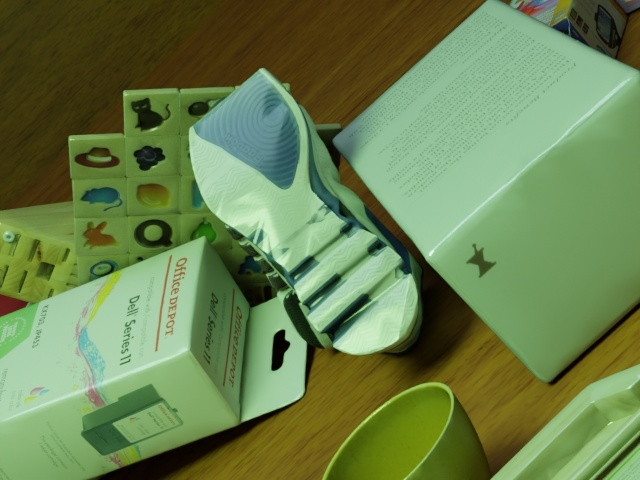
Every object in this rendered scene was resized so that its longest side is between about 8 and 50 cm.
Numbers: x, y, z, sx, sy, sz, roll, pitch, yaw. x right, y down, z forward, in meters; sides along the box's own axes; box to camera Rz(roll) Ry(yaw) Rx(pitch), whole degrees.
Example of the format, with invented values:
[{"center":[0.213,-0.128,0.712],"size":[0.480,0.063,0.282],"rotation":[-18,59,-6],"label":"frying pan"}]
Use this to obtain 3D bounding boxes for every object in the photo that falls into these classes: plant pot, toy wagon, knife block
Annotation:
[{"center":[0.079,0.190,1.385],"size":[0.134,0.095,0.134],"rotation":[-38,19,15],"label":"plant pot"},{"center":[0.207,0.189,1.160],"size":[0.267,0.068,0.344],"rotation":[-44,18,-2],"label":"toy wagon"},{"center":[-0.288,0.002,2.183],"size":[0.242,0.275,0.088],"rotation":[-113,44,-63],"label":"knife block"}]

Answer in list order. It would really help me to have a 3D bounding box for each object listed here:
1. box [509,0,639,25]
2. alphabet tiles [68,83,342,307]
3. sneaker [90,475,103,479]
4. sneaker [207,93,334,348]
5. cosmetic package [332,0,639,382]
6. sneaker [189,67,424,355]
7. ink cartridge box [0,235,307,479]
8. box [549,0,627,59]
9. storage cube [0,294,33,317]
[{"center":[0.345,-0.324,2.071],"size":[0.293,0.057,0.201],"rotation":[-25,24,45],"label":"box"},{"center":[-0.124,-0.033,1.944],"size":[0.285,0.342,0.011],"rotation":[-3,45,-7],"label":"alphabet tiles"},{"center":[-0.236,0.196,2.113],"size":[0.281,0.105,0.115],"rotation":[-47,-11,-7],"label":"sneaker"},{"center":[-0.047,-0.024,1.888],"size":[0.106,0.281,0.162],"rotation":[-24,9,0],"label":"sneaker"},{"center":[0.179,-0.065,1.653],"size":[0.230,0.161,0.453],"rotation":[-42,17,4],"label":"cosmetic package"},{"center":[0.001,0.001,1.750],"size":[0.127,0.315,0.182],"rotation":[-36,-22,3],"label":"sneaker"},{"center":[-0.194,0.126,1.923],"size":[0.353,0.119,0.207],"rotation":[-21,33,16],"label":"ink cartridge box"},{"center":[0.288,-0.231,1.937],"size":[0.028,0.081,0.136],"rotation":[-29,22,37],"label":"box"},{"center":[-0.355,0.159,2.259],"size":[0.193,0.184,0.215],"rotation":[-27,23,40],"label":"storage cube"}]
